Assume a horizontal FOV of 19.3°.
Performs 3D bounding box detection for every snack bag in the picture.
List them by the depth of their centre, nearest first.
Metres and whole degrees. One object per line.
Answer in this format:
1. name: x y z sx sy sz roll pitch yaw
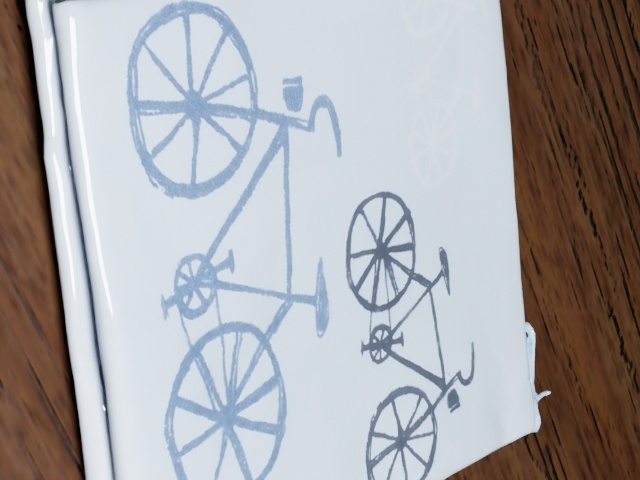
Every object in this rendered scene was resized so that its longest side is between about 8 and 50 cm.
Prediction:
1. snack bag: 0.000 0.000 0.956 0.342 0.037 0.323 -23 112 -46
